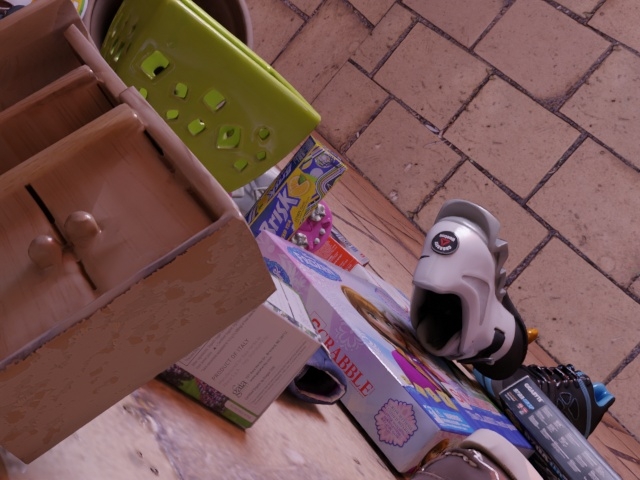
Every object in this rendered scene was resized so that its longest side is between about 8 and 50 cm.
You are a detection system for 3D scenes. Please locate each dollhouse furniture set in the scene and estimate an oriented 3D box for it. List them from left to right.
[{"bbox_3d":[-0.190,-0.121,0.349,0.256,0.362,0.394,47,-15,35],"label":"dollhouse furniture set"}]

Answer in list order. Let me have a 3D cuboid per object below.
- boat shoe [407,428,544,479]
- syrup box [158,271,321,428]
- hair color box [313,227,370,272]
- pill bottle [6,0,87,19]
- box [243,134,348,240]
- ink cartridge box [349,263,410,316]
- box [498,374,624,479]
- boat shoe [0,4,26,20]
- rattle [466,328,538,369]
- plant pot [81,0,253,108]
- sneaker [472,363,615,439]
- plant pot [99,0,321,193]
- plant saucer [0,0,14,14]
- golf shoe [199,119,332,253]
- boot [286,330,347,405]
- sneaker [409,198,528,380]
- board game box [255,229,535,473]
[{"bbox_3d":[0.189,0.297,0.649,0.324,0.097,0.116,50,-28,31],"label":"boat shoe"},{"bbox_3d":[-0.122,0.031,0.634,0.237,0.096,0.093,36,9,-23],"label":"syrup box"},{"bbox_3d":[0.000,0.000,1.398,0.167,0.053,0.093,40,10,6],"label":"hair color box"},{"bbox_3d":[-0.406,-0.334,1.067,0.136,0.136,0.246,41,9,1],"label":"pill bottle"},{"bbox_3d":[-0.041,-0.056,1.131,0.059,0.169,0.054,37,11,-19],"label":"box"},{"bbox_3d":[0.098,0.100,1.328,0.122,0.052,0.088,34,11,-41],"label":"ink cartridge box"},{"bbox_3d":[0.320,0.304,1.070,0.220,0.051,0.175,52,-11,49],"label":"box"},{"bbox_3d":[-0.257,-0.128,0.778,0.127,0.113,0.340,34,12,-37],"label":"boat shoe"},{"bbox_3d":[0.300,0.161,1.606,0.130,0.142,0.199,16,26,-23],"label":"rattle"},{"bbox_3d":[-0.263,-0.316,1.335,0.263,0.263,0.229,37,-7,-23],"label":"plant pot"},{"bbox_3d":[0.399,0.264,1.501,0.341,0.139,0.125,31,17,-40],"label":"sneaker"},{"bbox_3d":[-0.169,-0.162,1.002,0.227,0.207,0.228,35,11,-28],"label":"plant pot"},{"bbox_3d":[-0.407,-0.252,0.867,0.169,0.029,0.168,16,15,-4],"label":"plant saucer"},{"bbox_3d":[-0.123,-0.090,1.223,0.306,0.115,0.140,42,-5,-15],"label":"golf shoe"},{"bbox_3d":[-0.047,0.085,0.758,0.190,0.069,0.086,34,8,-43],"label":"boot"},{"bbox_3d":[0.178,0.107,1.088,0.123,0.146,0.330,17,-32,36],"label":"sneaker"},{"bbox_3d":[0.083,0.146,1.008,0.318,0.066,0.319,47,10,33],"label":"board game box"}]
